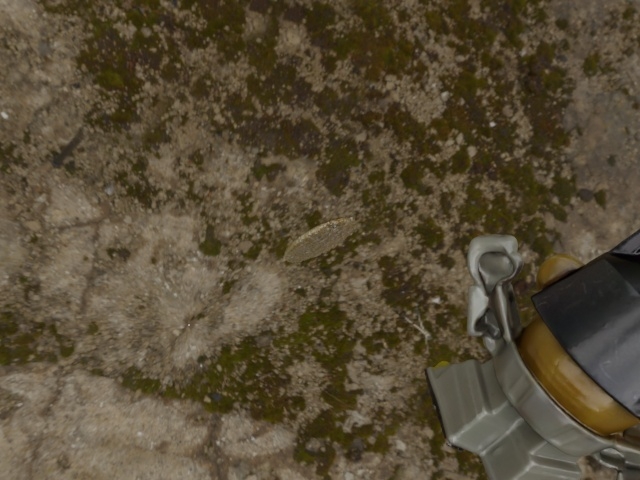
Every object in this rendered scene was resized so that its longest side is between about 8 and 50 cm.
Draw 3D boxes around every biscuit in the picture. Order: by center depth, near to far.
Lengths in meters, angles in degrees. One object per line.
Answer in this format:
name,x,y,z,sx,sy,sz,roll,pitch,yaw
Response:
biscuit,0.000,0.000,0.756,0.120,0.120,0.015,-22,73,-17

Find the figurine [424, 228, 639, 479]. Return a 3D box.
figurine,0.247,0.121,0.478,0.308,0.308,0.143,51,29,-2
